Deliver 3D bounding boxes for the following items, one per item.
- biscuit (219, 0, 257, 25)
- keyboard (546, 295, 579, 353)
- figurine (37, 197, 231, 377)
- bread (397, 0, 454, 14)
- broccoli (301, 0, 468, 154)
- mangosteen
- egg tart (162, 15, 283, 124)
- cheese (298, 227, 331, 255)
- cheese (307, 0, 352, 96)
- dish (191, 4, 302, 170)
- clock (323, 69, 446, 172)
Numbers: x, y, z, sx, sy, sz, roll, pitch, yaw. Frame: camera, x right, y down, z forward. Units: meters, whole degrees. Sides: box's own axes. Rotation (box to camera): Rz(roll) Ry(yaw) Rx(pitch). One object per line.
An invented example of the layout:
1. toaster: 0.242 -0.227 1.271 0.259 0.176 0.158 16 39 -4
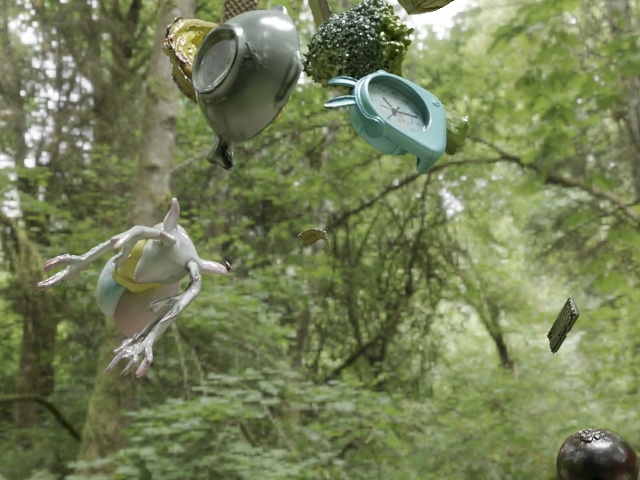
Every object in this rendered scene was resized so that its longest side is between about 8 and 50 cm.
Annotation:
1. biscuit: -0.216 -0.566 2.235 0.094 0.379 0.054 9 -8 -11
2. keyboard: 0.479 0.168 1.709 0.015 0.049 0.129 0 -43 -12
3. figurine: -0.282 0.078 1.368 0.284 0.206 0.315 -44 -1 -28
4. bread: 0.223 -0.497 1.556 0.192 0.110 0.210 -30 0 34
5. broccoli: 0.150 -0.350 1.884 0.275 0.397 0.353 -47 -14 28
6. mangosteen: 0.661 0.549 2.057 0.209 0.210 0.210 -3 -11 0
7. egg tart: -0.189 -0.309 1.640 0.278 0.279 0.095 9 -46 -46
8. cheese: 0.001 -0.001 1.845 0.084 0.041 0.060 26 -13 34
9. cheese: 0.012 -0.549 2.196 0.034 0.400 0.085 -27 34 -10
10. dish: -0.126 -0.227 1.207 0.078 0.246 0.224 18 5 -41
11. clock: 0.075 -0.147 0.989 0.147 0.108 0.045 24 -46 -17
